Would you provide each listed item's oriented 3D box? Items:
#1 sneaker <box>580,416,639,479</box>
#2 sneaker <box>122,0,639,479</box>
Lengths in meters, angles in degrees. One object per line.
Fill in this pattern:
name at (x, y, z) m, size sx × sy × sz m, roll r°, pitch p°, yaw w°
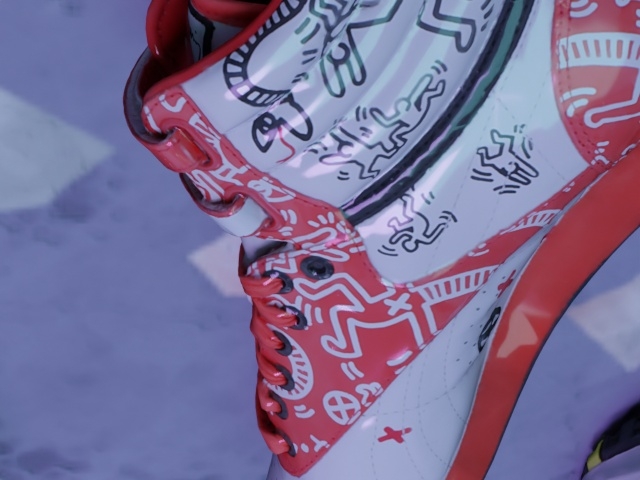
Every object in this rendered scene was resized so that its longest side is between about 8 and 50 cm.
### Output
sneaker at (0.159, 0.243, 0.659) m, size 0.145 × 0.147 × 0.385 m, roll -7°, pitch 126°, yaw 12°
sneaker at (0.000, -0.001, 0.488) m, size 0.145 × 0.090 × 0.270 m, roll 19°, pitch 125°, yaw -19°
